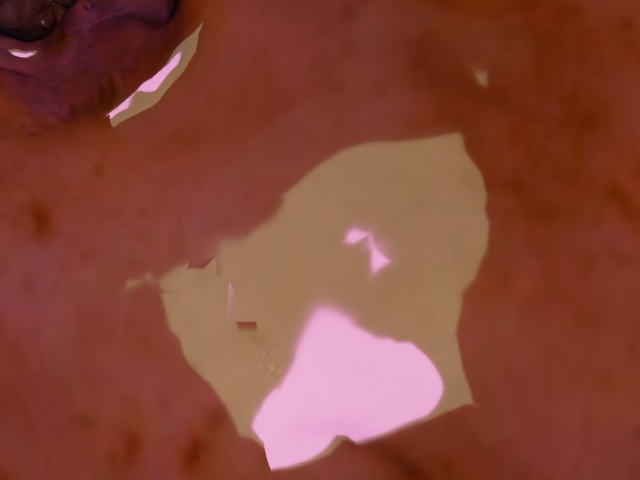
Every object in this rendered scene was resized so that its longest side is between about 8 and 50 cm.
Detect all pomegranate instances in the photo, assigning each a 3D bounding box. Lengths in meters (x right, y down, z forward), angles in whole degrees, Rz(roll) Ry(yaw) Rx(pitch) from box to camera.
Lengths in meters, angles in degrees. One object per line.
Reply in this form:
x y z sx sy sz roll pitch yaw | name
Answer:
0.000 0.000 0.463 0.332 0.332 0.332 0 92 11 | pomegranate
